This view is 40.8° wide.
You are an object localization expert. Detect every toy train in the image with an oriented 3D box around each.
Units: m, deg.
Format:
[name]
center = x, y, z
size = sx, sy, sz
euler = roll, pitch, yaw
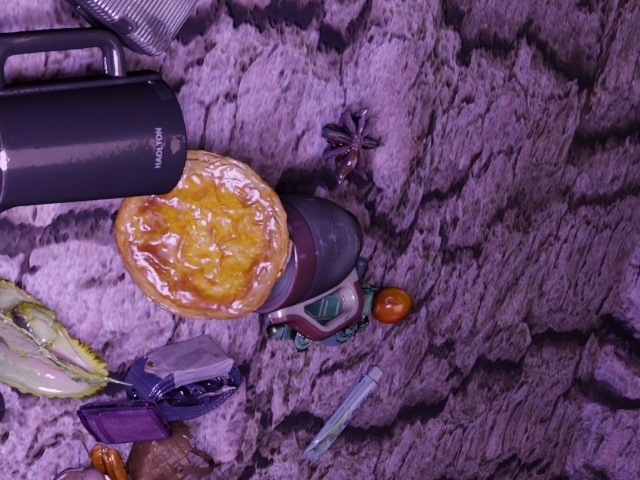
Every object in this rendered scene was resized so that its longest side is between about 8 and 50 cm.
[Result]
[toy train]
center = -0.004, 0.161, 1.975
size = 0.269, 0.115, 0.154
euler = -3, 108, -33

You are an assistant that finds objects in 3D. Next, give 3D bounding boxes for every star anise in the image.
[star anise]
center = 0.066, -0.210, 1.911
size = 0.204, 0.061, 0.181
euler = -20, 117, -41

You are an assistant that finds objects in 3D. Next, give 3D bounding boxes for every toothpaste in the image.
[toothpaste]
center = 0.062, 0.452, 2.248
size = 0.297, 0.048, 0.075
euler = -50, 142, -10

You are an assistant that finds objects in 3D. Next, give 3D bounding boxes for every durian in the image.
[durian]
center = -0.502, 0.180, 1.454
size = 0.157, 0.169, 0.355
euler = -55, 136, -13

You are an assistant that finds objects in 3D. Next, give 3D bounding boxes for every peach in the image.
[peach]
center = 0.182, 0.165, 2.182
size = 0.100, 0.100, 0.101
euler = -22, 123, -37

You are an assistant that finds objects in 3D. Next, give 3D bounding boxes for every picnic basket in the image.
[picnic basket]
center = -0.305, 0.451, 1.811
size = 0.178, 0.128, 0.138
euler = 16, 100, -30

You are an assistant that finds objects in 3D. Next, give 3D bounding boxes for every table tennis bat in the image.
[table tennis bat]
center = 0.060, 0.150, 2.104
size = 0.149, 0.038, 0.237
euler = 5, 109, -40

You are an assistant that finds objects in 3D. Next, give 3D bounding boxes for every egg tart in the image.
[egg tart]
center = -0.209, -0.012, 1.612
size = 0.129, 0.341, 0.341
euler = -54, 156, -73

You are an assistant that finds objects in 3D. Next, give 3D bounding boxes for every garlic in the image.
[garlic]
center = -0.437, 0.497, 1.636
size = 0.207, 0.207, 0.257
euler = 4, 112, -46

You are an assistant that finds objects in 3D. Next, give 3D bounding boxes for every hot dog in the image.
[hot dog]
center = -0.422, 0.482, 1.753
size = 0.045, 0.071, 0.165
euler = -56, 147, -47

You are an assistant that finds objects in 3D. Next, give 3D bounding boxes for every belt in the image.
[belt]
center = -0.275, 0.292, 1.768
size = 0.230, 0.126, 0.140
euler = -8, 116, -42

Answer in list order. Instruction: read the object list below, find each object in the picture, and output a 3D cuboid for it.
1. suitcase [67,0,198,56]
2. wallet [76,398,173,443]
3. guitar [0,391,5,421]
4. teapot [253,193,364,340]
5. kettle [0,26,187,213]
[suitcase]
center = -0.273, -0.469, 1.397
size = 0.202, 0.128, 0.312
euler = 39, 81, -47
[wallet]
center = -0.382, 0.360, 1.685
size = 0.030, 0.166, 0.111
euler = -79, 157, -50
[guitar]
center = -0.618, 0.376, 1.513
size = 0.038, 0.084, 0.271
euler = 8, 109, -49
[teapot]
center = -0.025, 0.052, 1.796
size = 0.312, 0.233, 0.315
euler = -10, 85, -49
[kettle]
center = -0.384, -0.178, 1.360
size = 0.308, 0.203, 0.262
euler = -11, 143, -39
